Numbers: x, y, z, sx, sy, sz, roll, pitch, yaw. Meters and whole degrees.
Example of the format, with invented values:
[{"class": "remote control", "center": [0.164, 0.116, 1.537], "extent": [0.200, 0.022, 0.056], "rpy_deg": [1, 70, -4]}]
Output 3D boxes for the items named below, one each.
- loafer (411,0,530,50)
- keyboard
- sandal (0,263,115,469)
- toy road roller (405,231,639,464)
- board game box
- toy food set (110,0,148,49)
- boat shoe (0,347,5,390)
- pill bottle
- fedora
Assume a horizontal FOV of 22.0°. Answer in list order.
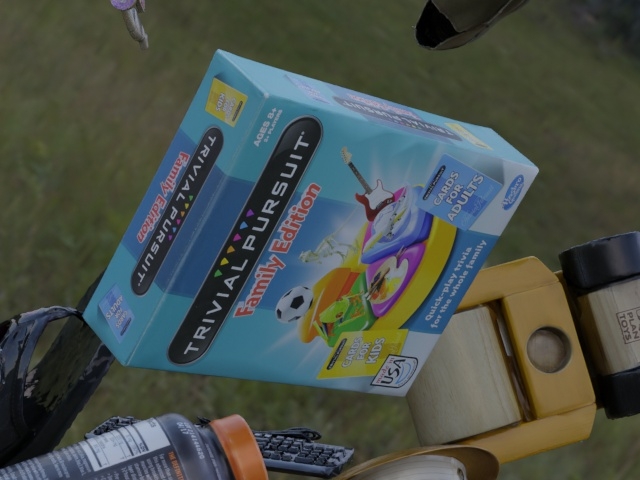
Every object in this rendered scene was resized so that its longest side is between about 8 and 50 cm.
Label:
[{"class": "loafer", "center": [0.185, -0.292, 1.995], "extent": [0.094, 0.087, 0.251], "rpy_deg": [53, -26, 8]}, {"class": "keyboard", "center": [-0.113, 0.247, 2.041], "extent": [0.317, 0.033, 0.201], "rpy_deg": [7, 3, 12]}, {"class": "sandal", "center": [-0.356, 0.193, 1.802], "extent": [0.107, 0.446, 0.167], "rpy_deg": [39, -2, -25]}, {"class": "toy road roller", "center": [0.231, 0.131, 1.849], "extent": [0.240, 0.329, 0.202], "rpy_deg": [142, -67, -74]}, {"class": "board game box", "center": [0.000, 0.000, 1.399], "extent": [0.336, 0.254, 0.079], "rpy_deg": [11, 25, -44]}, {"class": "toy food set", "center": [-0.170, -0.228, 1.456], "extent": [0.122, 0.019, 0.078], "rpy_deg": [58, 22, -69]}, {"class": "boat shoe", "center": [-0.340, 0.085, 1.609], "extent": [0.040, 0.049, 0.142], "rpy_deg": [58, 16, -74]}, {"class": "pill bottle", "center": [-0.171, 0.233, 1.463], "extent": [0.130, 0.246, 0.130], "rpy_deg": [163, -90, -74]}, {"class": "fedora", "center": [0.079, 0.248, 1.454], "extent": [0.194, 0.194, 0.079], "rpy_deg": [29, 38, -54]}]
